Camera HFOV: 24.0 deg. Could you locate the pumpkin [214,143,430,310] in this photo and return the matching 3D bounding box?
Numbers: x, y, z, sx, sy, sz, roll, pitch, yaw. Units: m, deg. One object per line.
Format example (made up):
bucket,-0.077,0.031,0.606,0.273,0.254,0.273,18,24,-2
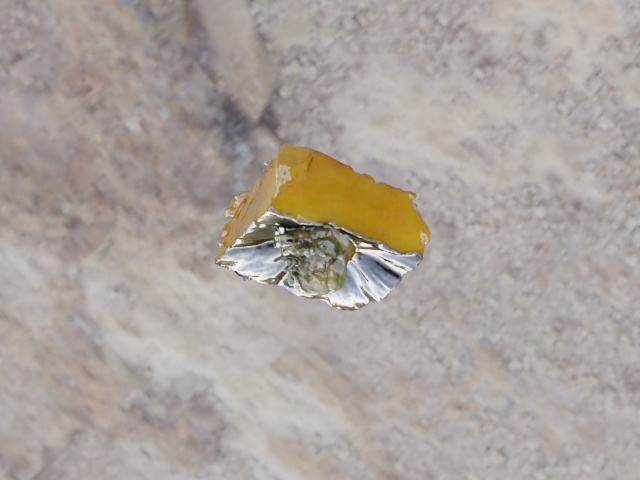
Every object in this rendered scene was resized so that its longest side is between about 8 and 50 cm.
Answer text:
pumpkin,0.000,0.000,0.649,0.074,0.054,0.083,20,154,-15
